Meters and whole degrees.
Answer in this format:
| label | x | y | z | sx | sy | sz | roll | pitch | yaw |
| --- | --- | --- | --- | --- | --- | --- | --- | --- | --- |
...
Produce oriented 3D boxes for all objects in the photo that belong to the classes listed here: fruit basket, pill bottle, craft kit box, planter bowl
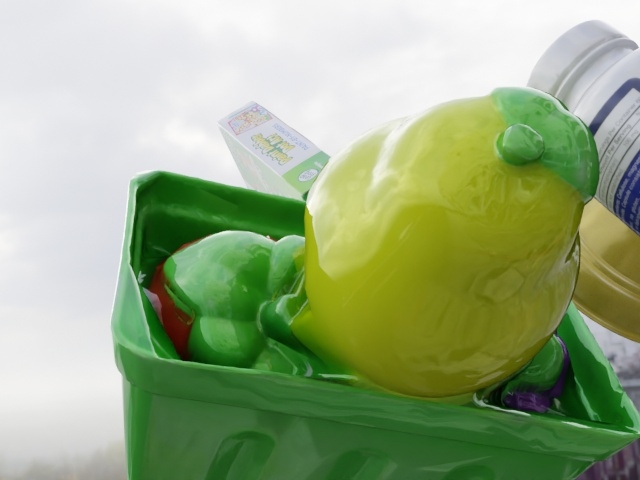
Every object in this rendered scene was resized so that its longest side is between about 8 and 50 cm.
| label | x | y | z | sx | sy | sz | roll | pitch | yaw |
| --- | --- | --- | --- | --- | --- | --- | --- | --- | --- |
| fruit basket | 0.046 | 0.029 | 0.622 | 0.392 | 0.392 | 0.283 | -4 | 31 | -6 |
| pill bottle | 0.227 | -0.062 | 0.586 | 0.112 | 0.186 | 0.112 | -26 | -36 | -20 |
| craft kit box | 0.000 | 0.000 | 0.926 | 0.061 | 0.249 | 0.247 | -33 | 31 | -13 |
| planter bowl | 0.319 | -0.004 | 0.884 | 0.217 | 0.217 | 0.090 | 0 | -45 | -29 |
